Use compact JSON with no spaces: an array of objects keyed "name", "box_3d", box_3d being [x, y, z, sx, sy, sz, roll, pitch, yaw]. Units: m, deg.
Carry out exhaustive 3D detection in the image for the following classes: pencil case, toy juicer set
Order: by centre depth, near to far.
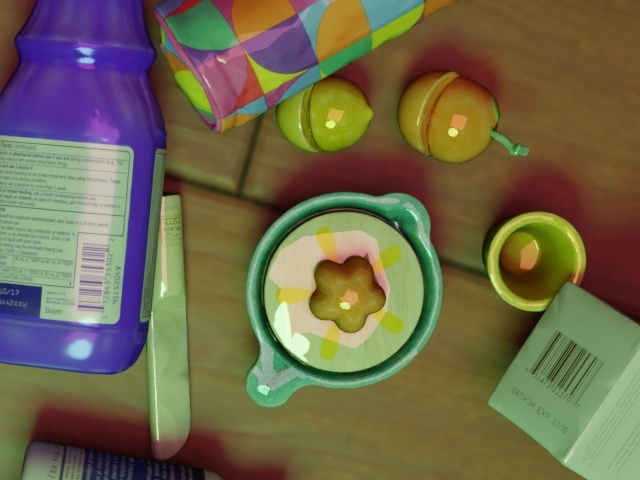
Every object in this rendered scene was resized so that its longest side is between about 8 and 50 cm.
[{"name":"pencil case","box_3d":[0.005,-0.164,1.191,0.236,0.104,0.104,-30,100,-10]},{"name":"toy juicer set","box_3d":[0.000,0.000,1.220,0.329,0.089,0.209,-23,99,-4]}]

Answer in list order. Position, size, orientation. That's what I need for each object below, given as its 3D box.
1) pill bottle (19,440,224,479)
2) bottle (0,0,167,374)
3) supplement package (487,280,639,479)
[{"name":"pill bottle","box_3d":[-0.116,0.205,1.217,0.186,0.112,0.112,10,95,-8]},{"name":"bottle","box_3d":[-0.161,-0.057,1.186,0.118,0.092,0.283,5,92,9]},{"name":"supplement package","box_3d":[0.224,0.124,1.227,0.179,0.105,0.105,32,92,-31]}]
